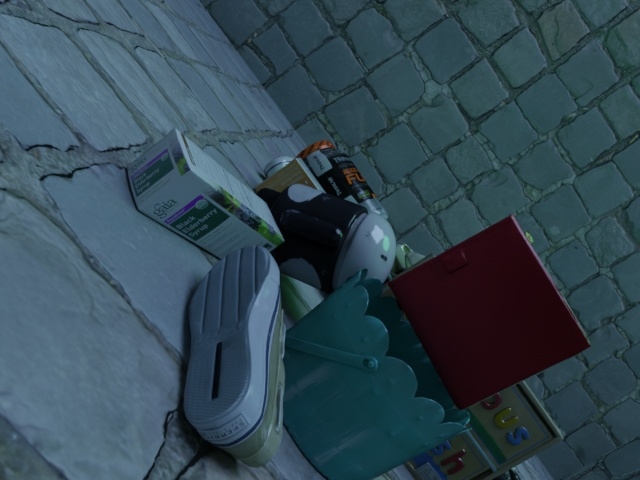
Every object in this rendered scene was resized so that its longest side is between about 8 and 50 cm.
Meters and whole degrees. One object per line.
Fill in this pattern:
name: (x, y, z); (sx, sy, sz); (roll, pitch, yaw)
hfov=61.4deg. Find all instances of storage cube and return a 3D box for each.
storage cube: (0.233, 0.097, 0.774); (0.193, 0.215, 0.184); (62, 10, 9)

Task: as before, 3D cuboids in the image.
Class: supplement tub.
supplement tub: (0.056, -0.156, 1.806); (0.337, 0.207, 0.207); (57, 11, 14)

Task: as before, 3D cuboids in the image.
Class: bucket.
bucket: (0.062, 0.197, 0.774); (0.281, 0.183, 0.281); (52, 10, -13)

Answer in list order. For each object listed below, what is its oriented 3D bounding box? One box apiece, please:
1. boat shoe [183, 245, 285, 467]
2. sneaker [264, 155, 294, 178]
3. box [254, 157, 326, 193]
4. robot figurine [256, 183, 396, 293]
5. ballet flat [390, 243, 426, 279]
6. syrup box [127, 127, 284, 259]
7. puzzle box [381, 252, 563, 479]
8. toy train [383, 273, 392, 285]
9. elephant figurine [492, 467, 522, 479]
boat shoe: (-0.092, 0.118, 0.624); (0.302, 0.109, 0.094); (-91, 161, -57)
sneaker: (-0.050, -0.124, 1.536); (0.282, 0.102, 0.161); (38, 23, -58)
box: (-0.057, -0.100, 1.336); (0.170, 0.130, 0.091); (53, 10, -3)
robot figurine: (-0.001, 0.002, 0.985); (0.278, 0.173, 0.209); (22, 30, 16)
ballet flat: (0.271, 0.078, 1.589); (0.147, 0.147, 0.409); (49, -8, -27)
syrup box: (-0.164, -0.051, 0.803); (0.237, 0.093, 0.096); (40, 18, -54)
puzzle box: (0.211, 0.261, 0.984); (0.408, 0.272, 0.052); (53, 10, -4)
toy train: (0.141, 0.118, 1.548); (0.333, 0.142, 0.190); (54, -2, 9)
elephant figurine: (0.400, 0.564, 1.190); (0.239, 0.169, 0.186); (47, 25, -9)
